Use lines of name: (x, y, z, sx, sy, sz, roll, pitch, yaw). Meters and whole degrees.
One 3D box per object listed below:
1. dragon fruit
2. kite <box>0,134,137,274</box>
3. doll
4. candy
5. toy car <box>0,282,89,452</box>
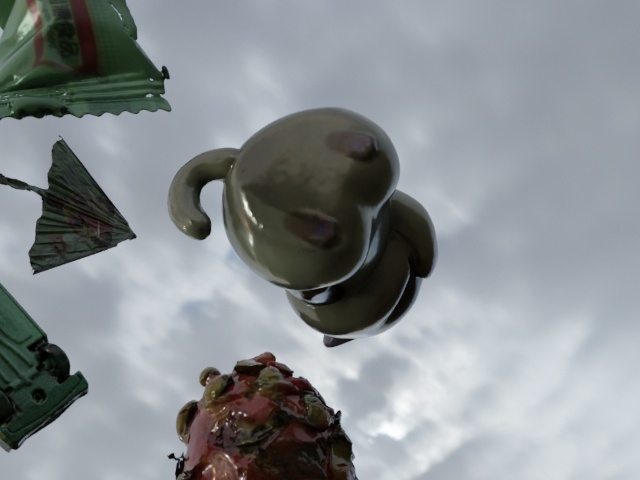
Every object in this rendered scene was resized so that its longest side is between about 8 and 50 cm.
dragon fruit: (-0.091, 0.310, 1.158, 0.269, 0.291, 0.250, -16, -13, -32)
kite: (-0.435, -0.056, 1.394, 0.268, 0.322, 0.013, 27, -50, -30)
doll: (0.017, -0.007, 0.975, 0.226, 0.215, 0.370, -1, -26, 31)
candy: (-0.388, -0.301, 1.222, 0.263, 0.397, 0.172, -14, -39, -15)
toy car: (-0.447, 0.115, 1.022, 0.320, 0.141, 0.097, 47, -48, 3)
